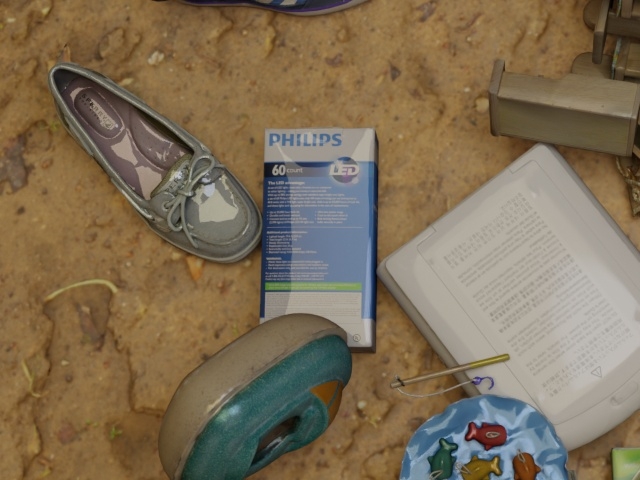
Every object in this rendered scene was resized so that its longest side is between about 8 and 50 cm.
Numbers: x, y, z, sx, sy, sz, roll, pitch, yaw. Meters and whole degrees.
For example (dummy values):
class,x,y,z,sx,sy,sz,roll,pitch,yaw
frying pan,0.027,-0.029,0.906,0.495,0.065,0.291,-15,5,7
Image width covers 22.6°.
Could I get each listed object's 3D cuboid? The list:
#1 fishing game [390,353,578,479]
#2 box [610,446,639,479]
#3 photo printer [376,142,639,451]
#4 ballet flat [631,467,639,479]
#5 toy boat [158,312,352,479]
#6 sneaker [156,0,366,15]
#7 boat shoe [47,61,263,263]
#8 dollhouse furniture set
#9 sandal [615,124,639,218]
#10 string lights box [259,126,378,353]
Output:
class,x,y,z,sx,sy,sz,roll,pitch,yaw
fishing game,0.180,0.256,1.718,0.189,0.041,0.264,-10,76,2
box,0.444,0.385,1.763,0.232,0.058,0.322,-3,78,7
photo printer,0.253,0.078,1.817,0.256,0.107,0.307,-38,78,0
ballet flat,0.398,0.241,1.698,0.231,0.077,0.077,-38,60,1
toy boat,-0.067,0.223,1.761,0.148,0.318,0.267,42,48,18
sneaker,-0.066,-0.355,1.870,0.323,0.236,0.130,-2,80,7
boat shoe,-0.202,-0.094,1.909,0.118,0.103,0.320,-45,77,-2
dollhouse furniture set,0.292,-0.233,1.795,0.161,0.212,0.242,11,69,12
sandal,0.392,-0.048,1.836,0.240,0.088,0.079,45,116,25
string lights box,0.000,0.000,1.880,0.133,0.077,0.259,0,80,7
